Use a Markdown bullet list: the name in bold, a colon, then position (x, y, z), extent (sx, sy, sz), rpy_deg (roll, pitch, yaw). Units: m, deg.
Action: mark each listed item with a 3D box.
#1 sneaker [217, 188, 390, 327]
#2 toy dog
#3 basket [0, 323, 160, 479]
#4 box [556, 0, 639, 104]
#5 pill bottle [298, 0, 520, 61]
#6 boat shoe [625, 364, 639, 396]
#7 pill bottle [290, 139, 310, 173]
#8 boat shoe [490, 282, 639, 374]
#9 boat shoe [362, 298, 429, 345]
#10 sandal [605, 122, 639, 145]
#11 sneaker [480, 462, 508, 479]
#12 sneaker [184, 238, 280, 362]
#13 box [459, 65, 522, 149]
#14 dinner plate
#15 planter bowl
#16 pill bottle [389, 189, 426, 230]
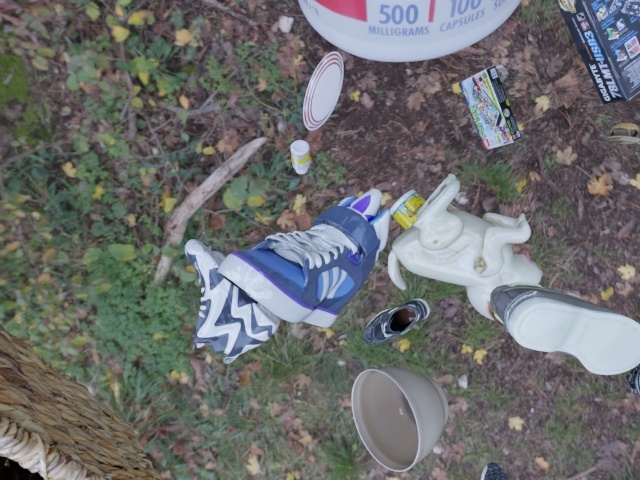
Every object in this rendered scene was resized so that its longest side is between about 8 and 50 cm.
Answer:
- **sneaker**: position (0.001, 0.000, 0.688), extent (0.130, 0.323, 0.236), rpy_deg (31, 87, 27)
- **toy dog**: position (0.432, 0.061, 1.293), extent (0.408, 0.284, 0.395), rpy_deg (39, 99, 4)
- **basket**: position (-0.293, 0.226, 0.381), extent (0.223, 0.213, 0.299), rpy_deg (22, 148, 47)
- **box**: position (0.685, -0.502, 0.983), extent (0.296, 0.073, 0.293), rpy_deg (-37, 104, -8)
- **pill bottle**: position (0.059, -0.337, 0.274), extent (0.229, 0.407, 0.228), rpy_deg (-3, 67, 8)
- **boat shoe**: position (0.390, 0.172, 0.541), extent (0.040, 0.142, 0.049), rpy_deg (-9, 71, 42)
- **pill bottle**: position (-0.046, -0.193, 1.064), extent (0.043, 0.043, 0.083), rpy_deg (30, 155, 16)
- **boat shoe**: position (0.414, 0.141, 0.747), extent (0.305, 0.091, 0.109), rpy_deg (19, 107, -21)
- **boat shoe**: position (0.203, 0.241, 1.308), extent (0.233, 0.079, 0.084), rpy_deg (-38, 81, 33)
- **sandal**: position (0.719, -0.253, 1.067), extent (0.072, 0.180, 0.049), rpy_deg (15, 115, 29)
- **sneaker**: position (0.321, 0.496, 0.857), extent (0.057, 0.075, 0.161), rpy_deg (-6, 86, -8)
- **sneaker**: position (-0.203, 0.122, 0.834), extent (0.153, 0.094, 0.235), rpy_deg (-44, 86, 2)
- **box**: position (0.468, -0.361, 1.254), extent (0.206, 0.036, 0.114), rpy_deg (65, 161, -8)
- **dinner plate**: position (0.007, -0.265, 0.813), extent (0.141, 0.017, 0.141), rpy_deg (-27, 58, 55)
- **planter bowl**: position (0.144, 0.286, 0.765), extent (0.162, 0.109, 0.162), rpy_deg (11, 104, 55)
- **pill bottle**: position (0.346, -0.062, 1.546), extent (0.208, 0.118, 0.117), rpy_deg (49, 121, 12)
